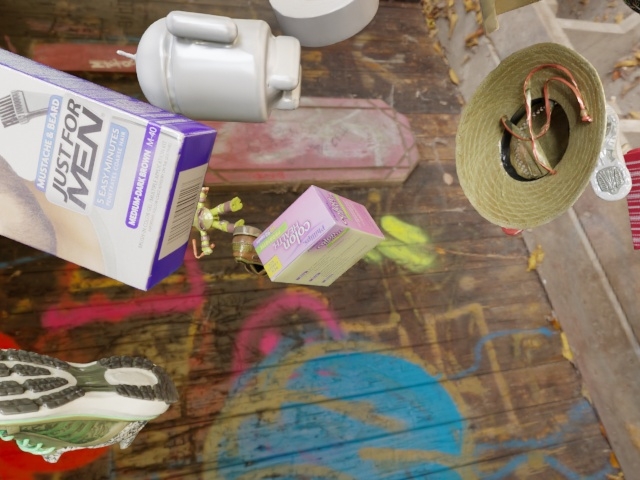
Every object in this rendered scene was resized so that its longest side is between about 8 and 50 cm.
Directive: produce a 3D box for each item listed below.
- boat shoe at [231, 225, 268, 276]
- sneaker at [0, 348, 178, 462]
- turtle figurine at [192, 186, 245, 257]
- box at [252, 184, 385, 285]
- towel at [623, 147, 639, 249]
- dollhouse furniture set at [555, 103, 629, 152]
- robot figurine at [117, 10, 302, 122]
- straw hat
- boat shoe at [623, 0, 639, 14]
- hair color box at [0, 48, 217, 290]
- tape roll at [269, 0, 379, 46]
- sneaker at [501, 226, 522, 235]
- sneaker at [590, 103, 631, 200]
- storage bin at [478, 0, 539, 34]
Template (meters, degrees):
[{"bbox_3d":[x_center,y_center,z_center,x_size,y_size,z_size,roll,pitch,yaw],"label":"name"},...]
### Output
[{"bbox_3d":[-0.184,0.056,1.414,0.307,0.110,0.105,43,-131,-62],"label":"boat shoe"},{"bbox_3d":[-0.441,0.296,0.768,0.158,0.410,0.182,35,101,45],"label":"sneaker"},{"bbox_3d":[-0.348,-0.082,1.488,0.087,0.217,0.270,6,-99,-61],"label":"turtle figurine"},{"bbox_3d":[0.000,0.000,1.165,0.213,0.243,0.117,-42,63,22],"label":"box"},{"bbox_3d":[0.877,-0.111,1.210,0.199,0.031,0.275,176,85,-75],"label":"towel"},{"bbox_3d":[0.729,-0.293,1.344,0.212,0.161,0.242,44,172,11],"label":"dollhouse furniture set"},{"bbox_3d":[-0.216,-0.347,0.972,0.300,0.353,0.200,95,178,-70],"label":"robot figurine"},{"bbox_3d":[0.183,-0.081,0.387,0.144,0.061,0.145,20,113,59],"label":"straw hat"},{"bbox_3d":[0.629,-0.439,0.856,0.079,0.233,0.084,37,127,48],"label":"boat shoe"},{"bbox_3d":[-0.312,-0.096,0.542,0.110,0.338,0.185,-58,-11,-72],"label":"hair color box"},{"bbox_3d":[0.008,-0.504,0.978,0.072,0.219,0.219,63,-169,-57],"label":"tape roll"},{"bbox_3d":[0.584,-0.076,1.262,0.128,0.221,0.087,43,-179,-39],"label":"sneaker"},{"bbox_3d":[0.637,-0.196,1.072,0.090,0.115,0.232,-11,81,33],"label":"sneaker"},{"bbox_3d":[0.117,-0.295,0.246,0.260,0.123,0.263,-13,-86,-67],"label":"storage bin"}]
